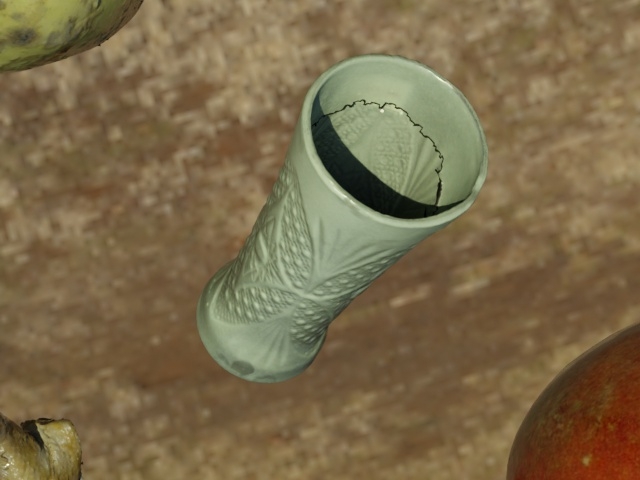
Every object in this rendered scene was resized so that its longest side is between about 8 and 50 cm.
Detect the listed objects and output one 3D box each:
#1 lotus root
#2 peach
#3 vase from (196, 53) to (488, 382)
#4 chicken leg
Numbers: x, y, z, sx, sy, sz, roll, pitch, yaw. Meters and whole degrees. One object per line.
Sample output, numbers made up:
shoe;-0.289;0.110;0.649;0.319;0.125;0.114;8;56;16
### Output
lotus root;-0.207;-0.197;1.310;0.173;0.173;0.309;-20;-173;18
peach;0.251;0.164;1.319;0.252;0.252;0.252;-16;168;-3
vase;0.000;0.000;1.005;0.096;0.096;0.219;-10;157;-27
chicken leg;-0.272;0.205;1.775;0.080;0.196;0.125;-11;-151;16
